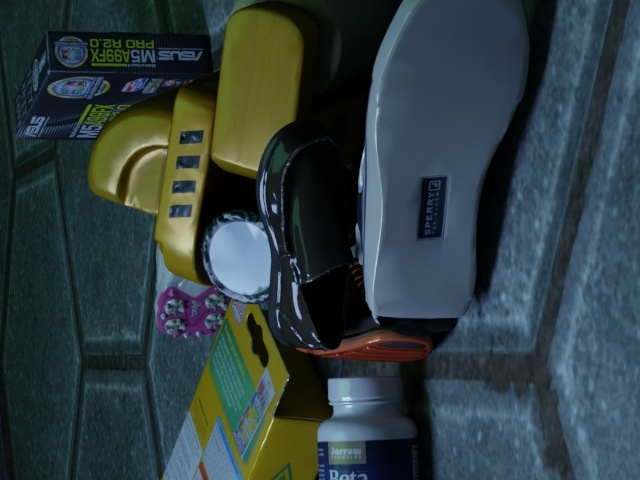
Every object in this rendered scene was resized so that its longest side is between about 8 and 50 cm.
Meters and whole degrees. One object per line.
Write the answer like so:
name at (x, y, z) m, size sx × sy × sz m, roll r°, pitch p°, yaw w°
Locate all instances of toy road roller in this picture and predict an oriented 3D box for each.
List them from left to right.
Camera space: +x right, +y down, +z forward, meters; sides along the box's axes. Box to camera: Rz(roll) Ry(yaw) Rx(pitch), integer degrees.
toy road roller at (-0.081, -0.114, 1.747) m, size 0.202 × 0.240 × 0.329 m, roll -33°, pitch -43°, yaw -60°

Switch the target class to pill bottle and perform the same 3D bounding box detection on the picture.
pill bottle at (0.045, 0.210, 1.706) m, size 0.094 × 0.094 × 0.169 m, roll 163°, pitch 105°, yaw -71°

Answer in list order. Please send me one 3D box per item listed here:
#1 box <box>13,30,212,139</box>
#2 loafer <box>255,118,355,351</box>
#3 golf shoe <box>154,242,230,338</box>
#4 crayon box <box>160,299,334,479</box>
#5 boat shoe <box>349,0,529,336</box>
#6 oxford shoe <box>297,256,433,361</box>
box at (-0.282, -0.202, 2.468) m, size 0.270 × 0.216 × 0.060 m, roll 139°, pitch 127°, yaw -65°
loafer at (0.000, 0.000, 1.614) m, size 0.078 × 0.080 × 0.220 m, roll 27°, pitch 130°, yaw 47°
golf shoe at (-0.155, -0.022, 2.269) m, size 0.140 × 0.115 × 0.306 m, roll -106°, pitch 25°, yaw -45°
crayon box at (-0.077, 0.220, 2.029) m, size 0.203 × 0.083 × 0.323 m, roll -116°, pitch 41°, yaw -52°
boat shoe at (0.080, -0.099, 1.538) m, size 0.158 × 0.127 × 0.340 m, roll -109°, pitch 25°, yaw -55°
oxford shoe at (0.036, 0.062, 1.734) m, size 0.271 × 0.097 × 0.098 m, roll 179°, pitch 96°, yaw -71°
